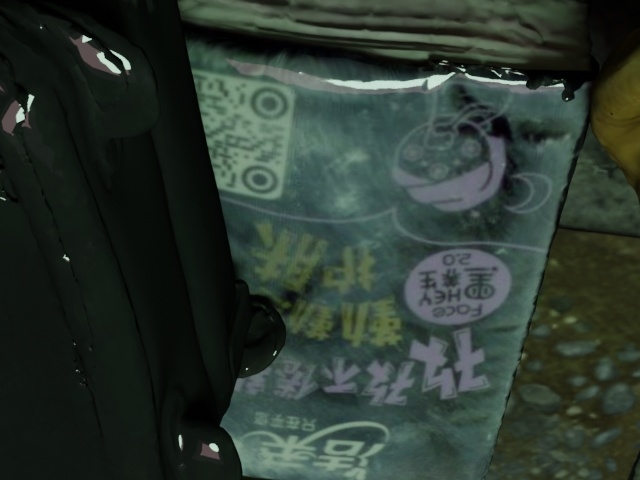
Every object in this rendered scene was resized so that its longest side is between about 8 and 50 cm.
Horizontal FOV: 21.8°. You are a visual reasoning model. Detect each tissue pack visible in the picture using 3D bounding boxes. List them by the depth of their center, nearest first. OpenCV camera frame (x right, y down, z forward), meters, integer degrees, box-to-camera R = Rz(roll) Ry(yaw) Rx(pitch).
[{"bbox_3d":[0.000,0.000,0.968,0.259,0.122,0.361,6,136,-1],"label":"tissue pack"}]

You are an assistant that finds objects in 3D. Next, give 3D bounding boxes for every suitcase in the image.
[{"bbox_3d":[-0.207,-0.014,0.801,0.339,0.188,0.345,3,135,14],"label":"suitcase"}]

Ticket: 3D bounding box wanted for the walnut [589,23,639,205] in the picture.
[{"bbox_3d":[0.251,-0.074,0.792,0.257,0.224,0.257,-6,164,-2],"label":"walnut"}]
